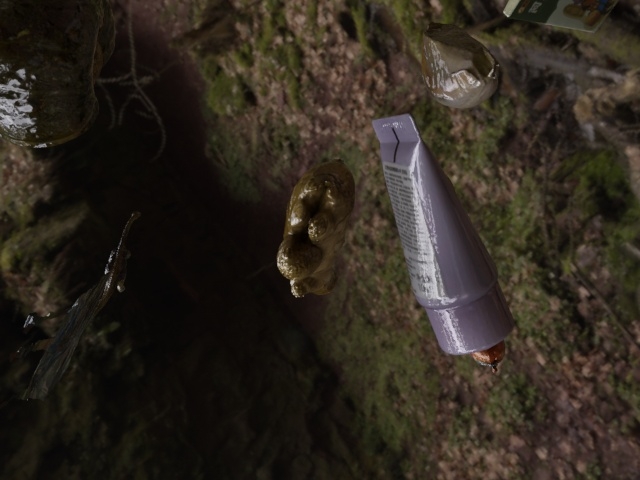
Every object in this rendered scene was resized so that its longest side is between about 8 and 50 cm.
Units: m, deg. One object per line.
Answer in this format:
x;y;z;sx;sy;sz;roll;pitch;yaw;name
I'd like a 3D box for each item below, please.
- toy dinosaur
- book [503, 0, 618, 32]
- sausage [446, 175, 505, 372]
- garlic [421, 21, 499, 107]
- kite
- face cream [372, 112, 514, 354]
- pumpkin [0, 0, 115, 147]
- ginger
-0.298;0.044;1.026;0.037;0.180;0.058;11;161;-1;toy dinosaur
0.489;-0.492;1.317;0.027;0.264;0.202;62;139;31;book
0.202;0.031;1.028;0.053;0.053;0.348;56;-160;-55;sausage
0.202;-0.245;1.033;0.195;0.087;0.101;-111;7;-55;garlic
-0.286;0.122;0.741;0.015;0.169;0.310;27;-179;-4;kite
0.127;-0.011;0.787;0.154;0.096;0.274;-132;18;-78;face cream
-0.472;-0.341;1.138;0.232;0.242;0.325;91;177;-59;pumpkin
0.000;0.017;1.457;0.236;0.166;0.375;-88;-7;-53;ginger
